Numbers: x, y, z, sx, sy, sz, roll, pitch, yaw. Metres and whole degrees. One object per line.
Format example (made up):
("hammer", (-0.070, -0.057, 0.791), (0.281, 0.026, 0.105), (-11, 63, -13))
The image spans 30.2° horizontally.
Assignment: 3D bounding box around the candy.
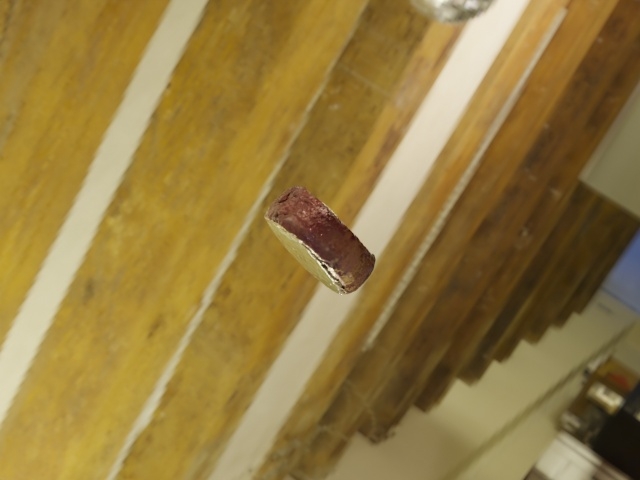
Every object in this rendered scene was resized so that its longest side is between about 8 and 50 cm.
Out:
("candy", (0.000, 0.000, 0.985), (0.043, 0.103, 0.103), (-44, -20, -9))
